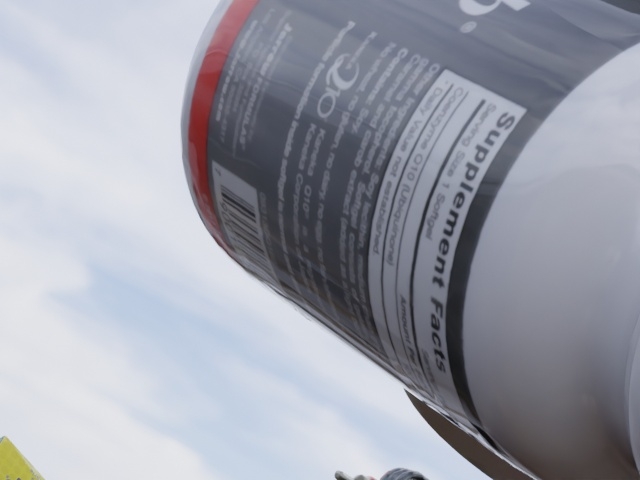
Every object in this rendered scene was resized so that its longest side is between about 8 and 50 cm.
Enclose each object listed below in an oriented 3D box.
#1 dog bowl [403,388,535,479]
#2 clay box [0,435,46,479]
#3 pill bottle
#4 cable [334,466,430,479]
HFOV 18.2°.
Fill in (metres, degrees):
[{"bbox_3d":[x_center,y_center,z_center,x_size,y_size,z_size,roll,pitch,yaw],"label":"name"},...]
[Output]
[{"bbox_3d":[0.195,0.121,1.531,0.265,0.104,0.265,30,-21,13],"label":"dog bowl"},{"bbox_3d":[-0.179,0.176,0.995,0.222,0.053,0.127,-22,-64,35],"label":"clay box"},{"bbox_3d":[0.109,-0.012,0.869,0.210,0.210,0.363,40,-4,-40],"label":"pill bottle"},{"bbox_3d":[0.104,0.297,1.928,0.287,0.139,0.072,27,6,-38],"label":"cable"}]
